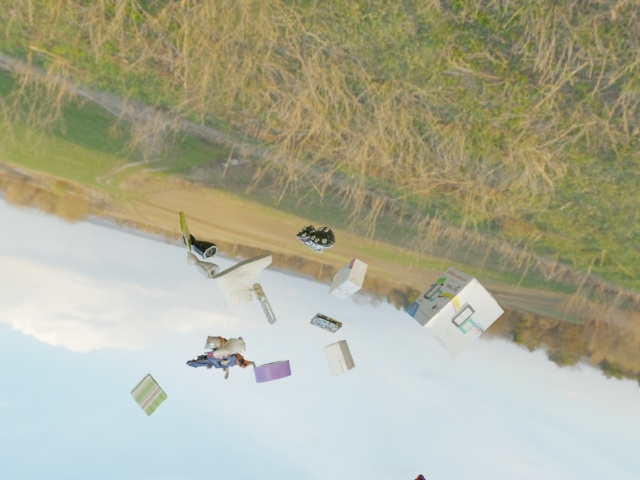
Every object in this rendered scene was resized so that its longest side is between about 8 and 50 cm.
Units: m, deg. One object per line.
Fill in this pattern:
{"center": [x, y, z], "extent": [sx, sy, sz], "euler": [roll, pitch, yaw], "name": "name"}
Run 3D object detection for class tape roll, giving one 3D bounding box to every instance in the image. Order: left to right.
{"center": [-0.247, 0.673, 2.087], "extent": [0.189, 0.080, 0.189], "euler": [-11, 167, -3], "name": "tape roll"}

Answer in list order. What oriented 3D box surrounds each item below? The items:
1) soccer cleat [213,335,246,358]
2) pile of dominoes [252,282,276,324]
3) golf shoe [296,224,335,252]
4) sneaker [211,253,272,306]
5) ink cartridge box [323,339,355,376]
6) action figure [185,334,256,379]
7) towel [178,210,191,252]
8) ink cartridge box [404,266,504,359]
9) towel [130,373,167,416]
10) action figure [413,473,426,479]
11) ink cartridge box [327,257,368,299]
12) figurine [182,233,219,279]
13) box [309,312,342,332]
{"center": [-0.411, 0.478, 1.812], "extent": [0.068, 0.076, 0.196], "euler": [-29, 164, 24], "name": "soccer cleat"}
{"center": [-0.329, 0.367, 2.286], "extent": [0.040, 0.251, 0.196], "euler": [-20, 165, -23], "name": "pile of dominoes"}
{"center": [0.000, 0.000, 1.935], "extent": [0.273, 0.105, 0.120], "euler": [17, 148, 57], "name": "golf shoe"}
{"center": [-0.314, 0.178, 1.752], "extent": [0.293, 0.169, 0.108], "euler": [-27, -166, -36], "name": "sneaker"}
{"center": [0.094, 0.571, 1.975], "extent": [0.086, 0.148, 0.203], "euler": [-23, 163, 10], "name": "ink cartridge box"}
{"center": [-0.544, 0.628, 2.203], "extent": [0.342, 0.178, 0.330], "euler": [-7, 132, 21], "name": "action figure"}
{"center": [-0.612, -0.033, 1.831], "extent": [0.021, 0.102, 0.237], "euler": [-7, 156, -13], "name": "towel"}
{"center": [0.520, 0.278, 1.593], "extent": [0.197, 0.270, 0.198], "euler": [46, 179, -12], "name": "ink cartridge box"}
{"center": [-0.742, 0.667, 1.752], "extent": [0.152, 0.113, 0.023], "euler": [35, 164, 27], "name": "towel"}
{"center": [0.219, 0.541, 0.881], "extent": [0.030, 0.038, 0.115], "euler": [42, -179, 11], "name": "action figure"}
{"center": [0.109, 0.165, 1.651], "extent": [0.067, 0.115, 0.198], "euler": [29, 147, -10], "name": "ink cartridge box"}
{"center": [-0.614, 0.074, 2.039], "extent": [0.210, 0.214, 0.092], "euler": [27, -138, 27], "name": "figurine"}
{"center": [0.028, 0.407, 1.991], "extent": [0.137, 0.027, 0.094], "euler": [24, 142, -12], "name": "box"}
